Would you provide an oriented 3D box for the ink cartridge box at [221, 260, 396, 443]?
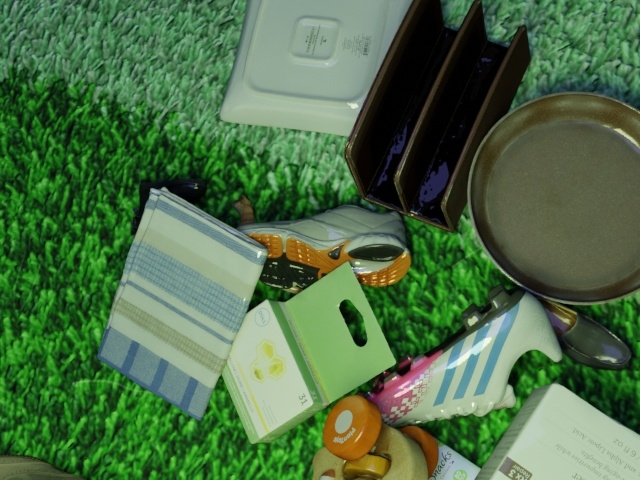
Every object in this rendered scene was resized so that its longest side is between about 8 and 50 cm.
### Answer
[{"bbox_3d":[-0.030,0.156,1.694,0.235,0.056,0.171,-36,66,25],"label":"ink cartridge box"}]

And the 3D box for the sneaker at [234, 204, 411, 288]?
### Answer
[{"bbox_3d":[0.000,0.000,1.758,0.262,0.099,0.121,4,38,2],"label":"sneaker"}]

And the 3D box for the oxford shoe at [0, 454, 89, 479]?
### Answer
[{"bbox_3d":[-0.412,0.361,1.706,0.348,0.130,0.123,5,74,13],"label":"oxford shoe"}]

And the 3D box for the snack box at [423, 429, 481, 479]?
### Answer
[{"bbox_3d":[0.170,0.338,1.644,0.141,0.037,0.100,33,80,19],"label":"snack box"}]

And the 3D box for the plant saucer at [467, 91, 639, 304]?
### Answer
[{"bbox_3d":[0.360,-0.057,1.707,0.310,0.050,0.311,0,76,1],"label":"plant saucer"}]

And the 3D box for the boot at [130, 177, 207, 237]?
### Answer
[{"bbox_3d":[-0.231,-0.040,1.846,0.121,0.045,0.099,-4,69,18],"label":"boot"}]

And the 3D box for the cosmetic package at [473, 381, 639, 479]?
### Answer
[{"bbox_3d":[0.265,0.395,1.523,0.217,0.156,0.385,32,79,5],"label":"cosmetic package"}]

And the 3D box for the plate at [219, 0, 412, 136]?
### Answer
[{"bbox_3d":[-0.004,-0.303,1.885,0.278,0.045,0.277,9,74,14],"label":"plate"}]

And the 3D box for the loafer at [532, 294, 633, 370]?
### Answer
[{"bbox_3d":[0.347,0.127,1.663,0.170,0.061,0.062,25,78,17],"label":"loafer"}]

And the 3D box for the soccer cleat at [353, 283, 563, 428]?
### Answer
[{"bbox_3d":[0.177,0.200,1.641,0.331,0.116,0.143,-37,91,12],"label":"soccer cleat"}]

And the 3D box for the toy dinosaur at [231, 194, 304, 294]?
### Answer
[{"bbox_3d":[-0.095,0.023,1.788,0.112,0.064,0.211,-30,69,-1],"label":"toy dinosaur"}]

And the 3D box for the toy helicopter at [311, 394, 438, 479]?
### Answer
[{"bbox_3d":[0.002,0.380,1.572,0.355,0.140,0.235,-38,37,28],"label":"toy helicopter"}]

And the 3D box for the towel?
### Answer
[{"bbox_3d":[-0.202,0.090,1.741,0.209,0.034,0.285,28,107,21],"label":"towel"}]

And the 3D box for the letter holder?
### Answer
[{"bbox_3d":[0.170,-0.199,1.724,0.152,0.214,0.302,21,78,17],"label":"letter holder"}]
